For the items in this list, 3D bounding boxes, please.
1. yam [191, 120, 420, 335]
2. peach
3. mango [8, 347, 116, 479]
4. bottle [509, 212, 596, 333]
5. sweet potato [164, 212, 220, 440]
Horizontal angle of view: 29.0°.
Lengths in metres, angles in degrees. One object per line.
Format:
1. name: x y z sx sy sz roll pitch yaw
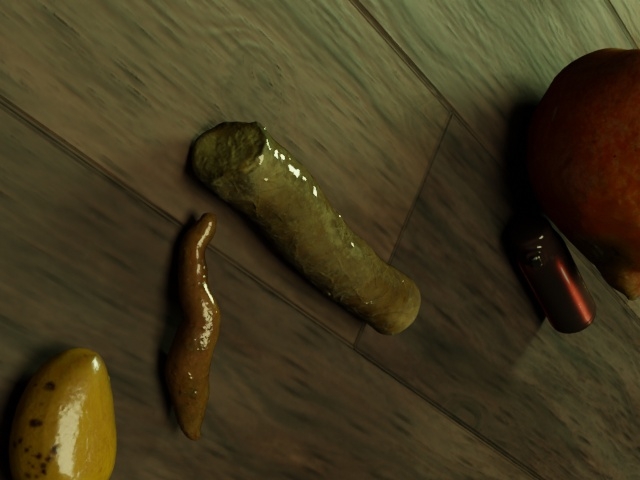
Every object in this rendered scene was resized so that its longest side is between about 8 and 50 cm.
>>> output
1. yam: 0.000 0.000 1.022 0.299 0.066 0.066 45 65 -48
2. peach: 0.330 -0.068 1.283 0.232 0.232 0.257 -4 105 -50
3. mango: -0.173 0.130 0.848 0.079 0.057 0.114 16 84 -44
4. bottle: 0.250 0.036 1.341 0.060 0.060 0.164 -58 137 -23
5. sweet potato: -0.095 0.068 0.940 0.044 0.044 0.179 -10 108 -49
